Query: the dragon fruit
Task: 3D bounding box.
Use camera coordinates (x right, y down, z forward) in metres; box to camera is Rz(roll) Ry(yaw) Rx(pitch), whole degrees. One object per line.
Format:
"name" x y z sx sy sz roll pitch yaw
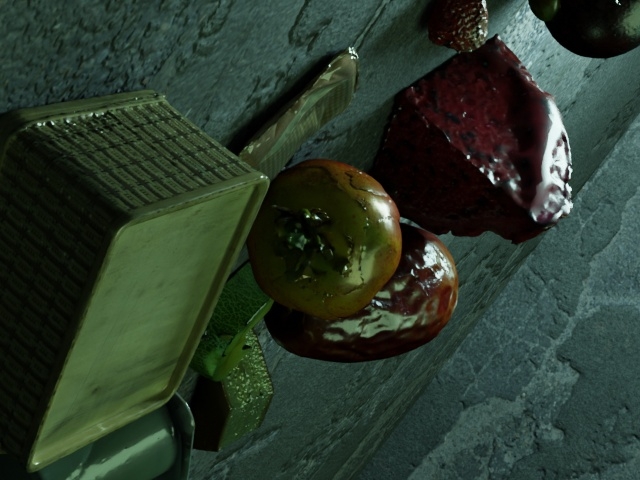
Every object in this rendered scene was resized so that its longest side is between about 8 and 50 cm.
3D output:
"dragon fruit" 0.214 -0.107 1.790 0.240 0.330 0.302 11 123 -45

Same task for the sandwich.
"sandwich" -0.145 0.254 1.946 0.094 0.096 0.258 -27 150 -39

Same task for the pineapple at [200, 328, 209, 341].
"pineapple" -0.198 0.149 1.663 0.124 0.058 0.058 -38 160 -46

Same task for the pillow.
"pillow" -0.026 -0.142 1.503 0.211 0.034 0.135 -46 161 -17

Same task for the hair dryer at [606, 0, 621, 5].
"hair dryer" 0.238 -0.359 1.359 0.235 0.272 0.091 -51 -163 -25

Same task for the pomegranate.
"pomegranate" 0.000 0.000 1.582 0.210 0.210 0.235 -53 169 12

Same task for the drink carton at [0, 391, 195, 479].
"drink carton" -0.272 0.243 1.454 0.189 0.185 0.191 -30 148 -35

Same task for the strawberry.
"strawberry" 0.185 -0.293 1.629 0.083 0.083 0.096 -15 133 -61

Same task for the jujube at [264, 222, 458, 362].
"jujube" 0.064 0.081 1.870 0.318 0.223 0.223 -8 138 -42

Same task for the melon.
"melon" -0.130 0.129 1.773 0.118 0.064 0.209 -42 164 -37

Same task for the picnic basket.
"picnic basket" -0.223 0.032 1.168 0.228 0.175 0.313 -23 144 -54

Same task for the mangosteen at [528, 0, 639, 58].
"mangosteen" 0.403 -0.382 1.799 0.216 0.216 0.216 -43 162 -18
